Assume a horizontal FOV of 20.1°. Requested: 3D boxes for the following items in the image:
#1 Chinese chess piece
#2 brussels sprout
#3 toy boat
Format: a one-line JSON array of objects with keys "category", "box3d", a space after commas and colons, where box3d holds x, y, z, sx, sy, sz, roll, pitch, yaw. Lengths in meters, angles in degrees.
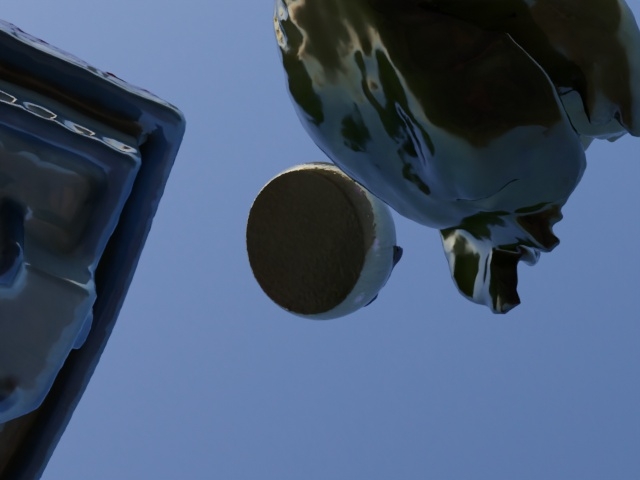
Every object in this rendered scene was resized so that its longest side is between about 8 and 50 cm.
[{"category": "Chinese chess piece", "box3d": [0.000, 0.000, 0.946, 0.084, 0.034, 0.084, 5, -82, 33]}, {"category": "brussels sprout", "box3d": [0.040, -0.069, 0.667, 0.139, 0.181, 0.100, -14, -150, 49]}, {"category": "toy boat", "box3d": [-0.178, 0.069, 0.767, 0.332, 0.145, 0.133, -60, -159, 16]}]
